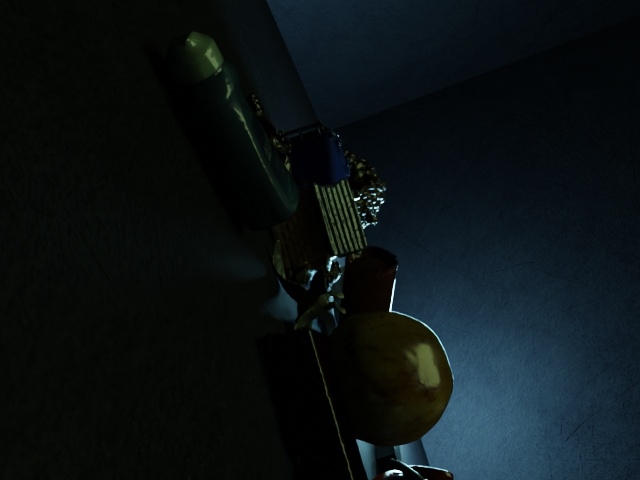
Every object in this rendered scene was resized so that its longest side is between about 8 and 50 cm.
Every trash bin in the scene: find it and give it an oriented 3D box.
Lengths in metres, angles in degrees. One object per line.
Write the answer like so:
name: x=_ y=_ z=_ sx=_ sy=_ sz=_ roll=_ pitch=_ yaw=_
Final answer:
trash bin: x=-0.014 y=-0.131 z=1.466 sx=0.184 sy=0.162 sz=0.235 roll=63 pitch=16 yaw=-48

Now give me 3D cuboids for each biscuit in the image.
biscuit: x=0.016 y=0.293 z=0.794 sx=0.107 sy=0.073 sz=0.389 roll=53 pitch=18 yaw=-71

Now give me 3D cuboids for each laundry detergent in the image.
laundry detergent: x=-0.119 y=-0.155 z=0.879 sx=0.143 sy=0.094 sz=0.290 roll=-96 pitch=166 yaw=-49

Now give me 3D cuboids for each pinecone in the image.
pinecone: x=0.003 y=0.066 z=1.371 sx=0.083 sy=0.077 sz=0.077 roll=37 pitch=-25 yaw=55
pinecone: x=0.061 y=-0.130 z=1.744 sx=0.243 sy=0.243 sz=0.257 roll=62 pitch=6 yaw=-52

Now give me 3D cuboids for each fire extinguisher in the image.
fire extinguisher: x=0.102 y=0.174 z=1.343 sx=0.106 sy=0.147 sz=0.337 roll=30 pitch=-52 yaw=38

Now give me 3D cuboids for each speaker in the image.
speaker: x=0.164 y=0.499 z=1.543 sx=0.218 sy=0.044 sz=0.082 roll=-66 pitch=137 yaw=-81

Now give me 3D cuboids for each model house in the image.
model house: x=0.008 y=-0.021 z=1.212 sx=0.183 sy=0.172 sz=0.167 roll=26 pitch=43 yaw=-82

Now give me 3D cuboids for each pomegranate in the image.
pomegranate: x=0.098 y=0.224 z=1.068 sx=0.248 sy=0.248 sz=0.248 roll=-19 pitch=90 yaw=-84

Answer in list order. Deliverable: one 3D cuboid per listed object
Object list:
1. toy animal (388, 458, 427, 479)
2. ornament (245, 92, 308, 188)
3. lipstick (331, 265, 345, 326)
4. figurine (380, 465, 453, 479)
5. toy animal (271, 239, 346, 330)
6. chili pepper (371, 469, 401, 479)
toy animal: x=0.171 y=0.403 z=0.849 sx=0.239 sy=0.176 sz=0.256 roll=50 pitch=-15 yaw=47
ornament: x=-0.093 y=-0.183 z=1.232 sx=0.081 sy=0.088 sz=0.203 roll=45 pitch=25 yaw=-78
lipstick: x=0.072 y=0.176 z=1.586 sx=0.077 sy=0.078 sz=0.253 roll=62 pitch=9 yaw=-45
figurine: x=0.142 y=0.446 z=0.999 sx=0.173 sy=0.173 sz=0.173 roll=-19 pitch=90 yaw=-84
toy animal: x=-0.006 y=0.116 z=1.041 sx=0.155 sy=0.095 sz=0.219 roll=57 pitch=15 yaw=-47
chili pepper: x=0.131 y=0.470 z=1.194 sx=0.192 sy=0.084 sz=0.086 roll=0 pitch=87 yaw=-78
